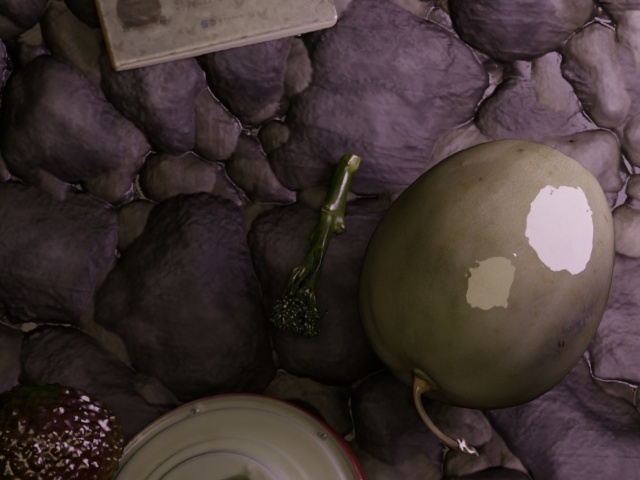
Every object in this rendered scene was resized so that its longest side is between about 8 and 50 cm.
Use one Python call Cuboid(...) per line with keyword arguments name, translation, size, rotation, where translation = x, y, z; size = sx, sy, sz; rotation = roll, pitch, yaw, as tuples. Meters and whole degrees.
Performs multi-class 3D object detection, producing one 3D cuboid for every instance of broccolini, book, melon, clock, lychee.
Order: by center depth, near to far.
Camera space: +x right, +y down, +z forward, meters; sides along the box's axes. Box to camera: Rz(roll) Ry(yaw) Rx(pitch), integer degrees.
Cuboid(name="clock", translation=(-0.099, 0.301, 1.633), size=(0.318, 0.080, 0.318), rotation=(-9, 60, 16))
Cuboid(name="lychee", translation=(-0.281, 0.217, 1.657), size=(0.171, 0.171, 0.171), rotation=(1, 79, -8))
Cuboid(name="melon", translation=(0.175, 0.040, 1.704), size=(0.308, 0.272, 0.271), rotation=(-32, 85, -24))
Cuboid(name="broccolini", translation=(-0.002, -0.001, 1.784), size=(0.058, 0.067, 0.216), rotation=(29, 73, -41))
Cuboid(name="book", translation=(-0.155, -0.400, 1.851), size=(0.269, 0.032, 0.389), rotation=(-15, 82, -11))
